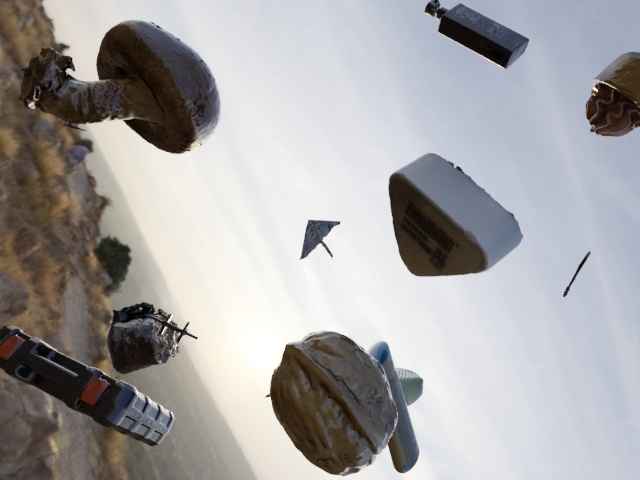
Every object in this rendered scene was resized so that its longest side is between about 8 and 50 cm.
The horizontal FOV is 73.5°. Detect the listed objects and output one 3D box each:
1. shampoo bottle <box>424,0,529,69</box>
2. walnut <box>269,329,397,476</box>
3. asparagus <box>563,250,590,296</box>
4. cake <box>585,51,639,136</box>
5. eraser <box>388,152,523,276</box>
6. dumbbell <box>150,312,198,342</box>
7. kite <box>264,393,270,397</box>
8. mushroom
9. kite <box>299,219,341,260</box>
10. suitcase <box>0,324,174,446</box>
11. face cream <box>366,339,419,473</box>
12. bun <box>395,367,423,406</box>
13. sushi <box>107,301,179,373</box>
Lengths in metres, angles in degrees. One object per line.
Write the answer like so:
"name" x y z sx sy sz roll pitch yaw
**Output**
"shampoo bottle" 0.430 -0.602 1.224 0.309 0.098 0.071 40 -18 21
"walnut" 0.021 0.263 0.715 0.245 0.198 0.198 51 -18 -7
"asparagus" 0.794 0.106 1.329 0.016 0.013 0.166 27 -68 20
"cake" 0.744 -0.331 1.040 0.185 0.178 0.207 23 20 -38
"eraser" 0.332 -0.030 1.075 0.331 0.150 0.331 41 -30 30
"dumbbell" -0.425 0.255 1.251 0.147 0.069 0.069 28 -18 -9
"kite" -0.170 0.591 1.692 0.004 0.122 0.090 27 -42 45
"mushroom" -0.409 -0.329 0.975 0.331 0.356 0.334 -21 -64 36
"kite" 0.000 0.000 1.018 0.011 0.139 0.156 36 -14 44
"suitcase" -0.407 0.253 0.735 0.286 0.066 0.206 18 -31 16
"face cream" 0.174 0.401 1.057 0.139 0.067 0.284 -11 85 -71
"bun" 0.216 0.461 1.323 0.221 0.222 0.108 157 -67 -71
"sushi" -0.620 0.335 1.512 0.348 0.208 0.234 160 -83 -79
